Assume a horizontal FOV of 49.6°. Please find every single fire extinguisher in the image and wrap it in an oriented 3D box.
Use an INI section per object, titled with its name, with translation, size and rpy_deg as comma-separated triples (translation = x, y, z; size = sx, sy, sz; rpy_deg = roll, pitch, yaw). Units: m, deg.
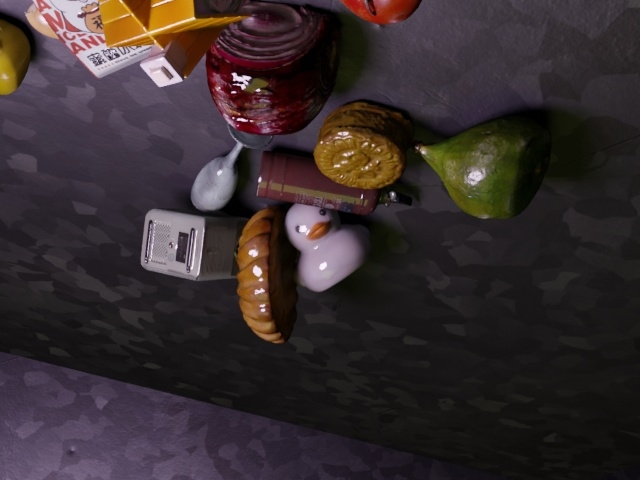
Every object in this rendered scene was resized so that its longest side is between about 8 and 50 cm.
[fire extinguisher]
translation = 0.038, -0.113, 1.489
size = 0.344, 0.102, 0.138
rpy_deg = 10, 178, -5

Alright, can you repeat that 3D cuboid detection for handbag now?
[handbag]
translation = -0.357, -0.403, 1.043
size = 0.171, 0.151, 0.298
rpy_deg = -18, 149, 15

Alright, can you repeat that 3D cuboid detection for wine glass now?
[wine glass]
translation = -0.215, -0.091, 1.444
size = 0.096, 0.264, 0.309
rpy_deg = 22, 147, -16

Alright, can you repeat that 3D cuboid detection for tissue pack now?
[tissue pack]
translation = -0.641, -0.361, 1.288
size = 0.178, 0.123, 0.127
rpy_deg = 18, 148, -8

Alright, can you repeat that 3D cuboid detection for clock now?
[clock]
translation = -0.196, -0.372, 0.943
size = 0.166, 0.309, 0.235
rpy_deg = -6, 145, 29

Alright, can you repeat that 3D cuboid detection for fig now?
[fig]
translation = 0.293, -0.151, 1.297
size = 0.235, 0.203, 0.203
rpy_deg = 26, 159, 33

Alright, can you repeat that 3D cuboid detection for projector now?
[projector]
translation = -0.282, 0.007, 1.655
size = 0.177, 0.163, 0.243
rpy_deg = 11, -175, 26

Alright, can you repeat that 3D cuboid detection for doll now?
[doll]
translation = 0.000, 0.000, 1.625
size = 0.221, 0.220, 0.251
rpy_deg = 13, 176, -2

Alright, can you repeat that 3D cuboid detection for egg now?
[egg]
translation = -0.463, -0.394, 1.218
size = 0.096, 0.080, 0.080
rpy_deg = 31, 144, -34

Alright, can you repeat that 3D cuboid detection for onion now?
[onion]
translation = -0.088, -0.271, 1.180
size = 0.216, 0.206, 0.206
rpy_deg = 12, 146, 11

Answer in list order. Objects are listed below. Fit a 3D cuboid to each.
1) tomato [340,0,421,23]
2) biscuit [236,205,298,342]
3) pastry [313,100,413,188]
[tomato]
translation = 0.091, -0.396, 0.952
size = 0.187, 0.151, 0.186
rpy_deg = 15, 116, 34
[biscuit]
translation = -0.123, 0.081, 1.631
size = 0.107, 0.325, 0.325
rpy_deg = -1, 147, 8
[pastry]
translation = 0.085, -0.181, 1.353
size = 0.189, 0.103, 0.188
rpy_deg = 8, 149, 5
